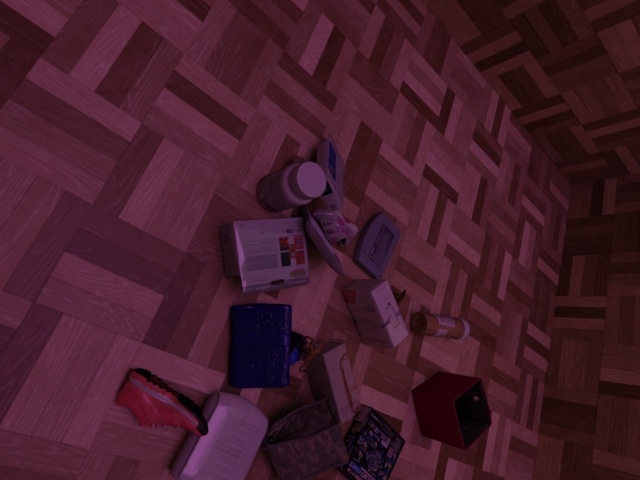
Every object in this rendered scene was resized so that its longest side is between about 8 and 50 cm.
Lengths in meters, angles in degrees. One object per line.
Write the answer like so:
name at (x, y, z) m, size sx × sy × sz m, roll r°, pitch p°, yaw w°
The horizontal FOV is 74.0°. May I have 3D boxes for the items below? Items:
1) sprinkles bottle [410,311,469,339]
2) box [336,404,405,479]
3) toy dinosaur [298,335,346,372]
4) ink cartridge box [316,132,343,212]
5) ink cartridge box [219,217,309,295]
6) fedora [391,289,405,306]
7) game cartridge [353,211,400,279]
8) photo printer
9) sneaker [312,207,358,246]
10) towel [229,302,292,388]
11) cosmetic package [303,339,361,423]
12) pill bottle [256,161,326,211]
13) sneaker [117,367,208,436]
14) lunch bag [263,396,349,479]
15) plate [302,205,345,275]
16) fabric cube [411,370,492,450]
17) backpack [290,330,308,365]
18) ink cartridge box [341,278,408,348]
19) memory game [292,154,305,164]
sprinkles bottle at (0.636, 0.453, 2.245) m, size 0.355 × 0.121 × 0.121 m, roll 15°, pitch 75°, yaw -35°
box at (0.223, 0.948, 1.897) m, size 0.295 × 0.073 × 0.293 m, roll 49°, pitch 59°, yaw -22°
toy dinosaur at (-0.017, 0.418, 1.651) m, size 0.211 × 0.064 × 0.112 m, roll -43°, pitch 111°, yaw 1°
ink cartridge box at (0.044, -0.301, 1.836) m, size 0.371 × 0.069 × 0.176 m, roll -83°, pitch 151°, yaw -48°
ink cartridge box at (-0.209, 0.059, 1.639) m, size 0.309 × 0.130 × 0.272 m, roll -5°, pitch 86°, yaw -37°
fedora at (0.333, 0.301, 2.034) m, size 0.079 × 0.194 × 0.194 m, roll 33°, pitch 60°, yaw 10°
game cartridge at (0.273, 0.019, 2.064) m, size 0.198 × 0.062 × 0.297 m, roll 40°, pitch 62°, yaw -22°
photo printer at (-0.335, 0.700, 1.478) m, size 0.256 × 0.107 × 0.308 m, roll 40°, pitch 62°, yaw -27°
sneaker at (0.063, -0.056, 1.880) m, size 0.252 × 0.103 × 0.111 m, roll 33°, pitch 64°, yaw -29°
towel at (-0.222, 0.391, 1.593) m, size 0.227 × 0.076 × 0.309 m, roll 1°, pitch 82°, yaw -5°
cosmetic package at (0.047, 0.579, 1.760) m, size 0.129 × 0.153 × 0.296 m, roll -18°, pitch 97°, yaw -39°
pill bottle at (-0.114, -0.207, 1.649) m, size 0.160 × 0.283 × 0.161 m, roll 5°, pitch 81°, yaw -37°
sneaker at (-0.504, 0.547, 1.359) m, size 0.313 × 0.116 × 0.136 m, roll 38°, pitch 78°, yaw -5°
lunch bag at (-0.060, 0.765, 1.605) m, size 0.286 × 0.169 × 0.235 m, roll -19°, pitch 118°, yaw -9°
plate at (0.000, 0.000, 1.760) m, size 0.045 × 0.278 × 0.277 m, roll -31°, pitch 108°, yaw 3°
fabric cube at (0.656, 0.837, 2.126) m, size 0.259 × 0.258 × 0.254 m, roll -18°, pitch 94°, yaw -37°
backpack at (-0.113, 0.436, 1.687) m, size 0.120 × 0.097 × 0.101 m, roll -52°, pitch 127°, yaw -31°
ink cartridge box at (0.243, 0.324, 1.905) m, size 0.117 × 0.207 × 0.283 m, roll -30°, pitch 103°, yaw -34°
memory game at (-0.068, -0.278, 1.815) m, size 0.186 × 0.012 × 0.186 m, roll 45°, pitch 34°, yaw -41°
